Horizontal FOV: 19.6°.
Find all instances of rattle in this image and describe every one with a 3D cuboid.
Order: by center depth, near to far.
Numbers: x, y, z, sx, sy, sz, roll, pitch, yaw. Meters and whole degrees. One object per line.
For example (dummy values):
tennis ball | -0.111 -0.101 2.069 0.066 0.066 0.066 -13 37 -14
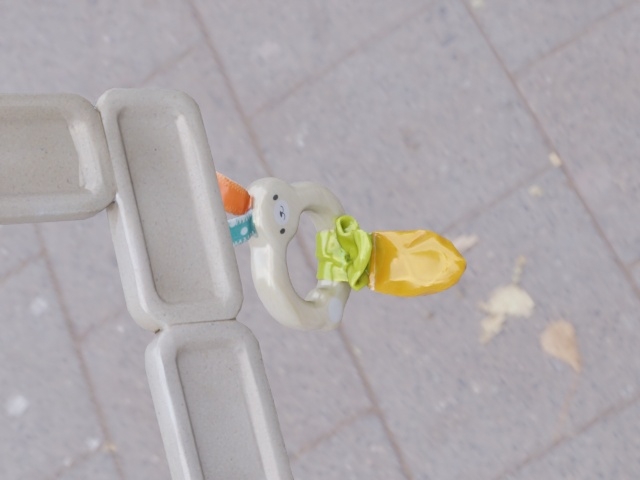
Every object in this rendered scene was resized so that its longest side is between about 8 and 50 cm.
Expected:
rattle | 0.000 0.000 1.486 0.143 0.199 0.130 18 71 40

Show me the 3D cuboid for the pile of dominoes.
pile of dominoes | -0.086 0.092 0.373 0.040 0.196 0.251 -29 71 48
